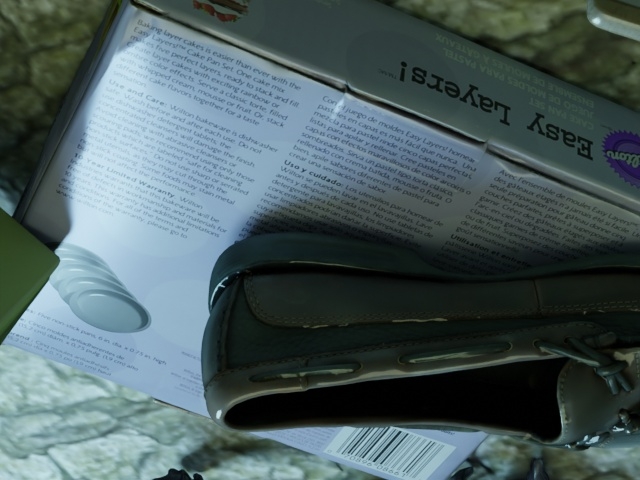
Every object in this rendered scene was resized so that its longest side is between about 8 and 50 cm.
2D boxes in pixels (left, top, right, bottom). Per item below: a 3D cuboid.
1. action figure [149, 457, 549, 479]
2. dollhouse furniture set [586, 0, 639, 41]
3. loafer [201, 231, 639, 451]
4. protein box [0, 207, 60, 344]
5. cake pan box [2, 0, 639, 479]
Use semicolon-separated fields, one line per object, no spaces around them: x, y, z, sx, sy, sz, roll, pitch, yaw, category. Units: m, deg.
0.039;0.200;0.962;0.276;0.141;0.164;4;126;9;action figure
0.208;-0.174;0.503;0.198;0.151;0.301;17;138;-7;dollhouse furniture set
0.081;0.060;0.740;0.268;0.084;0.096;5;138;4;loafer
-0.264;0.032;0.746;0.201;0.200;0.136;40;133;-2;protein box
0.000;0.000;0.802;0.267;0.070;0.245;21;139;-11;cake pan box
